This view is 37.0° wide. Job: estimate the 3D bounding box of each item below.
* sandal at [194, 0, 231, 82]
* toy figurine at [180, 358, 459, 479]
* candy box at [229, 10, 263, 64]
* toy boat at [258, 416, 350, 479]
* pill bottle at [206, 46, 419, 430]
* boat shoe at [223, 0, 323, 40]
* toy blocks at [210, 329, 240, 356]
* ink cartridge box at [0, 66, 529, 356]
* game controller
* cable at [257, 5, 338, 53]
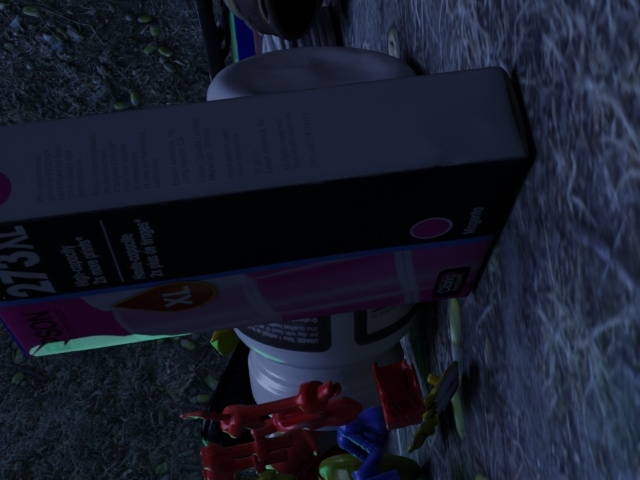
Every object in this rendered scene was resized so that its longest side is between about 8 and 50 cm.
[{"bbox_3d":[-0.173,-0.355,1.637,0.097,0.054,0.255,74,-177,-72],"label":"sandal"},{"bbox_3d":[0.022,0.250,0.712,0.363,0.191,0.217,93,165,-65],"label":"toy figurine"},{"bbox_3d":[-0.086,-0.260,1.618,0.317,0.122,0.268,93,171,-65],"label":"candy box"},{"bbox_3d":[0.019,0.267,1.118,0.151,0.151,0.231,50,160,23],"label":"toy boat"},{"bbox_3d":[0.000,0.000,0.759,0.162,0.162,0.279,-106,12,-62],"label":"pill bottle"},{"bbox_3d":[-0.023,-0.370,0.986,0.130,0.132,0.356,47,147,36],"label":"boat shoe"},{"bbox_3d":[-0.140,-0.029,1.294,0.261,0.190,0.381,55,177,36],"label":"toy blocks"},{"bbox_3d":[-0.084,-0.005,0.534,0.176,0.370,0.069,93,170,-64],"label":"ink cartridge box"},{"bbox_3d":[-0.047,0.107,1.136,0.166,0.067,0.319,82,-147,-72],"label":"game controller"},{"bbox_3d":[-0.022,-0.172,1.216,0.257,0.089,0.257,-159,63,-83],"label":"cable"}]
